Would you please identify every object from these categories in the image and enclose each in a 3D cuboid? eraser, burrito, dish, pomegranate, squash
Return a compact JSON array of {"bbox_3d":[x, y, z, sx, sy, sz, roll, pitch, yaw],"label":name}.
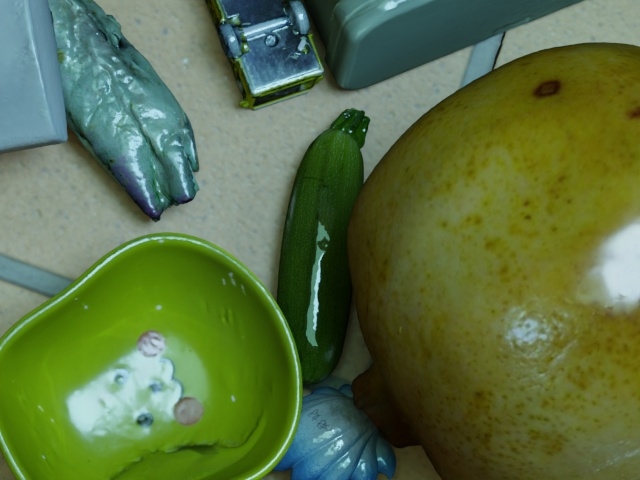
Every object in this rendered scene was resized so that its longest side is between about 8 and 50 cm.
[{"bbox_3d":[-0.358,-0.144,1.594,0.270,0.095,0.174,-10,87,6],"label":"eraser"},{"bbox_3d":[-0.203,-0.152,1.659,0.096,0.066,0.309,-37,82,-8],"label":"burrito"},{"bbox_3d":[-0.150,0.130,1.573,0.262,0.108,0.221,-29,81,-14],"label":"dish"},{"bbox_3d":[0.203,0.051,1.504,0.417,0.416,0.416,2,76,-6],"label":"pomegranate"},{"bbox_3d":[0.000,0.000,1.644,0.066,0.066,0.252,8,74,-4],"label":"squash"}]

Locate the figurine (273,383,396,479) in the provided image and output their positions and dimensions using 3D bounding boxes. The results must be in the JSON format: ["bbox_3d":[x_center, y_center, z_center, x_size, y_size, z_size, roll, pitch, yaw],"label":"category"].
[{"bbox_3d":[0.001,0.172,1.600,0.114,0.079,0.114,-3,60,5],"label":"figurine"}]

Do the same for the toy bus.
[{"bbox_3d":[-0.072,-0.230,1.688,0.081,0.074,0.226,-21,79,-12],"label":"toy bus"}]

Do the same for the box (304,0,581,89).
[{"bbox_3d":[0.109,-0.363,1.692,0.352,0.177,0.344,-23,79,-11],"label":"box"}]
